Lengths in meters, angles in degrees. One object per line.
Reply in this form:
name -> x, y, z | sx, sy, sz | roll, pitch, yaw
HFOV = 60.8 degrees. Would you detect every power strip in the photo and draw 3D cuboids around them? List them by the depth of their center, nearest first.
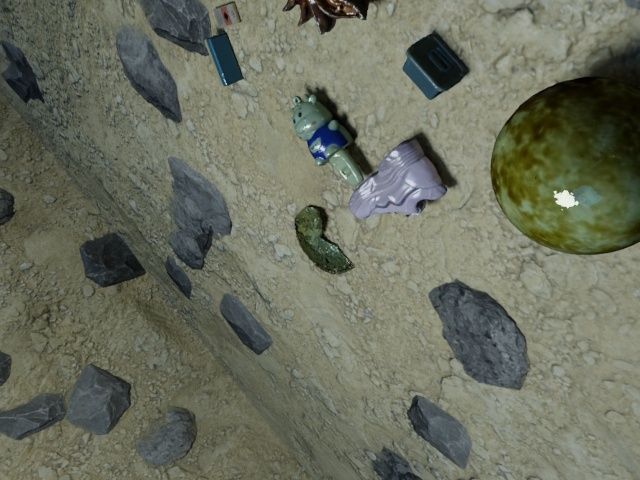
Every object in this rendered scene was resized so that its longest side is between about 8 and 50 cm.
power strip -> -0.242, -0.452, 1.363 | 0.032, 0.056, 0.123 | 11, 127, 48

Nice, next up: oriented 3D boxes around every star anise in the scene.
star anise -> 0.001, -0.494, 0.989 | 0.214, 0.099, 0.219 | -3, 114, 37

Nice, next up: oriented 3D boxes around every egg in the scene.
egg -> 0.354, -0.097, 0.731 | 0.239, 0.289, 0.238 | 3, 104, 11

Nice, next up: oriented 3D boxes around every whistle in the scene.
whistle -> 0.012, -0.223, 1.219 | 0.244, 0.092, 0.110 | 55, 137, 1

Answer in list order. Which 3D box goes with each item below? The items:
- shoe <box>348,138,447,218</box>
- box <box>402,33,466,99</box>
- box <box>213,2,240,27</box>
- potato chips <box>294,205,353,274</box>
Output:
shoe -> 0.159, -0.097, 1.148 | 0.137, 0.095, 0.245 | 52, 141, 8
box -> 0.193, -0.297, 0.947 | 0.099, 0.074, 0.054 | 51, 161, 5
box -> -0.224, -0.537, 1.302 | 0.083, 0.012, 0.046 | 13, 128, 48
potato chips -> -0.003, 0.002, 1.507 | 0.202, 0.029, 0.219 | 16, 134, 48
